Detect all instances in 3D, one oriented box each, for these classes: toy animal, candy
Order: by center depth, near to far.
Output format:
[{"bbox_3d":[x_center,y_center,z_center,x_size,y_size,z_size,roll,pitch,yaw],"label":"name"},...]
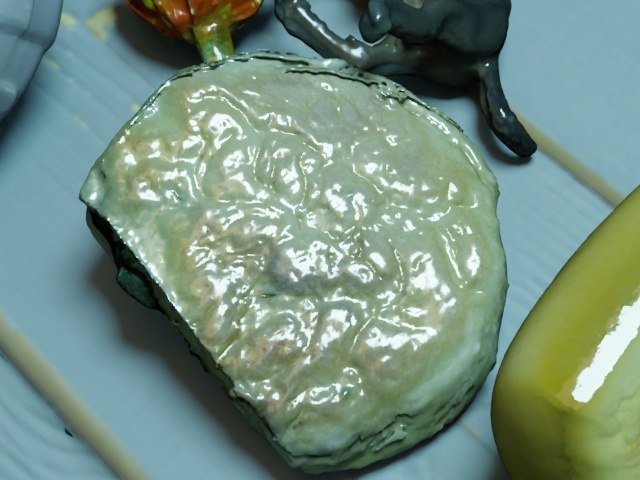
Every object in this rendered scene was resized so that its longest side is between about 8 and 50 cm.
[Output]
[{"bbox_3d":[-0.048,-0.065,0.789,0.084,0.078,0.288,-28,66,25],"label":"candy"},{"bbox_3d":[0.051,-0.151,0.801,0.148,0.084,0.233,-3,55,-27],"label":"toy animal"}]

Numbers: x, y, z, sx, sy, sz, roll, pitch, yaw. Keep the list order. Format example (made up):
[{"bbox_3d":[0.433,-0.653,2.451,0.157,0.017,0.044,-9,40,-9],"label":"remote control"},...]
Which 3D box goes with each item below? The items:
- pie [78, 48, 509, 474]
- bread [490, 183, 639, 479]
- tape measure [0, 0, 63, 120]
[{"bbox_3d":[0.000,-0.001,0.715,0.185,0.052,0.218,-37,79,-8],"label":"pie"},{"bbox_3d":[0.165,0.039,0.659,0.217,0.147,0.098,-45,34,-18],"label":"bread"},{"bbox_3d":[-0.233,-0.142,0.790,0.197,0.120,0.236,-11,79,24],"label":"tape measure"}]
